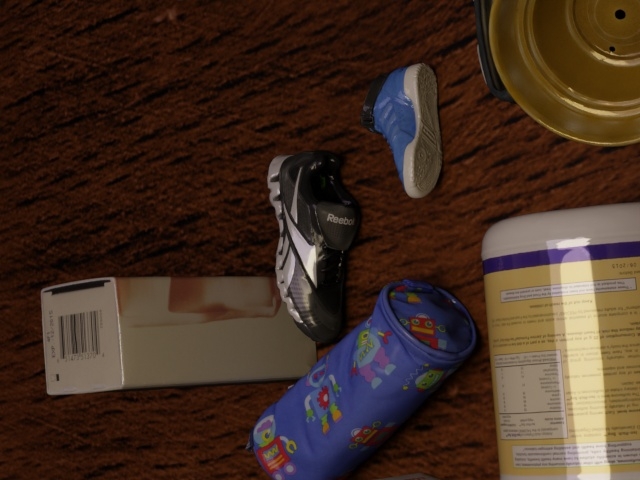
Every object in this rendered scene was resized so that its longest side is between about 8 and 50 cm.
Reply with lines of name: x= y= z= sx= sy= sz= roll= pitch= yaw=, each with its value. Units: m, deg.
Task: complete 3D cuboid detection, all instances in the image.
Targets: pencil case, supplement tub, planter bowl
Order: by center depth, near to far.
supplement tub: x=0.280 y=0.138 z=1.672 sx=0.241 sy=0.241 sz=0.331 roll=-9 pitch=83 yaw=46
planter bowl: x=0.282 y=-0.208 z=1.753 sx=0.217 sy=0.090 sz=0.217 roll=14 pitch=123 yaw=22
pencil case: x=0.044 y=0.165 z=2.008 sx=0.306 sy=0.119 sz=0.133 roll=-49 pitch=49 yaw=35

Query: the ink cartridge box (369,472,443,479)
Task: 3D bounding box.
ink cartridge box: x=0.126 y=0.319 z=1.894 sx=0.212 sy=0.154 sz=0.093 roll=11 pitch=98 yaw=46

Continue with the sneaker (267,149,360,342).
sneaker: x=0.000 y=0.000 z=2.082 sx=0.106 sy=0.078 sz=0.234 roll=-22 pitch=72 yaw=47

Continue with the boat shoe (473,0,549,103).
boat shoe: x=0.207 y=-0.288 z=1.855 sx=0.114 sy=0.091 sz=0.302 roll=-18 pitch=77 yaw=45

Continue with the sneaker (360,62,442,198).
sneaker: x=0.086 y=-0.118 z=2.004 sx=0.085 sy=0.058 sz=0.152 roll=-8 pitch=80 yaw=40

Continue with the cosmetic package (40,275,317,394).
cosmetic package: x=-0.162 y=0.109 z=2.096 sx=0.153 sy=0.296 sz=0.129 roll=-10 pitch=81 yaw=44
